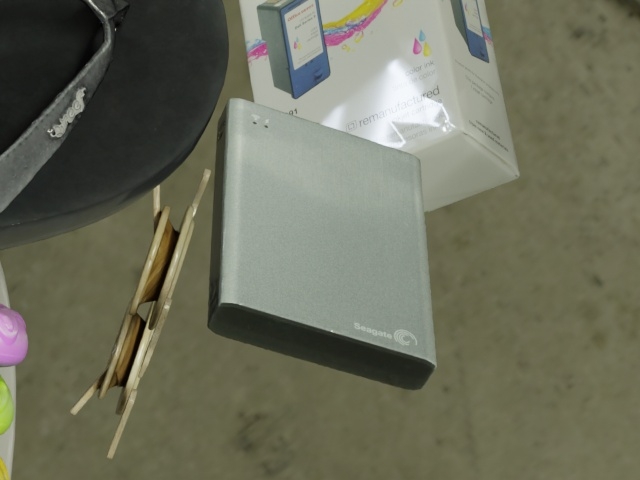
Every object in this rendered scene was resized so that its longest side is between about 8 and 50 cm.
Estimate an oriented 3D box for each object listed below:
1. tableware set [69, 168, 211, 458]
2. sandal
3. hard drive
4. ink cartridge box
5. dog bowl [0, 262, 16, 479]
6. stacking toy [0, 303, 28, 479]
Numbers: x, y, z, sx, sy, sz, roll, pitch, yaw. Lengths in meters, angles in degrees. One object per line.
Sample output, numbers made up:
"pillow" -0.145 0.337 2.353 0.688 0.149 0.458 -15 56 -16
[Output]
"tableware set" -0.125 0.044 1.271 0.039 0.194 0.128 18 50 -6
"sandal" -0.127 -0.038 0.639 0.254 0.054 0.097 -32 75 -33
"hard drive" 0.000 0.000 0.801 0.094 0.022 0.135 17 39 -15
"ink cartridge box" 0.035 -0.125 1.297 0.093 0.154 0.212 31 45 -52
"dog bowl" -0.271 0.119 1.046 0.102 0.349 0.348 8 61 -29
"stacking toy" -0.183 0.059 0.777 0.175 0.166 0.302 19 88 -13
